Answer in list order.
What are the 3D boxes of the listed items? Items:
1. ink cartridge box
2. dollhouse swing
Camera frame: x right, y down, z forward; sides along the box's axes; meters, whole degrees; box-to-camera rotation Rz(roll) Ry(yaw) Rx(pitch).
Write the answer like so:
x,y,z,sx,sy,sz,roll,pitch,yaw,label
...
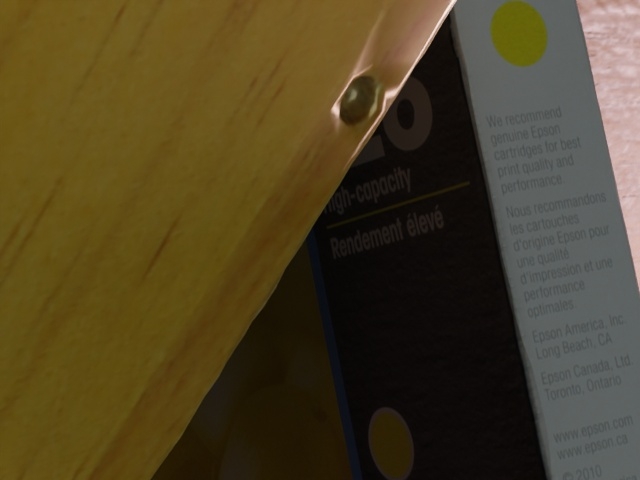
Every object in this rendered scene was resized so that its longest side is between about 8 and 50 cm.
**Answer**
x,y,z,sx,sy,sz,roll,pitch,yaw,label
0.000,0.000,0.782,0.072,0.303,0.307,-10,85,-31,ink cartridge box
-0.178,-0.139,0.522,0.315,0.305,0.347,-57,146,-5,dollhouse swing
